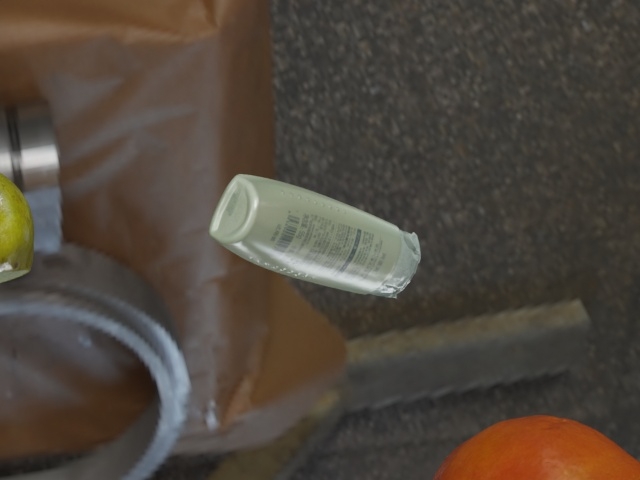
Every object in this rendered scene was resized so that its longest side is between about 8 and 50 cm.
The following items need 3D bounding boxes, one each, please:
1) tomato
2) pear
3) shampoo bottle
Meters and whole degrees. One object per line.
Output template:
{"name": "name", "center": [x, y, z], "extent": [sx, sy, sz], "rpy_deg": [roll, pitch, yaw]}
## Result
{"name": "tomato", "center": [0.180, 0.261, 1.277], "extent": [0.180, 0.260, 0.260], "rpy_deg": [-31, 140, -28]}
{"name": "pear", "center": [-0.281, -0.009, 1.228], "extent": [0.141, 0.104, 0.141], "rpy_deg": [-19, 175, -2]}
{"name": "shampoo bottle", "center": [0.000, 0.000, 1.372], "extent": [0.212, 0.049, 0.072], "rpy_deg": [20, 96, -48]}
